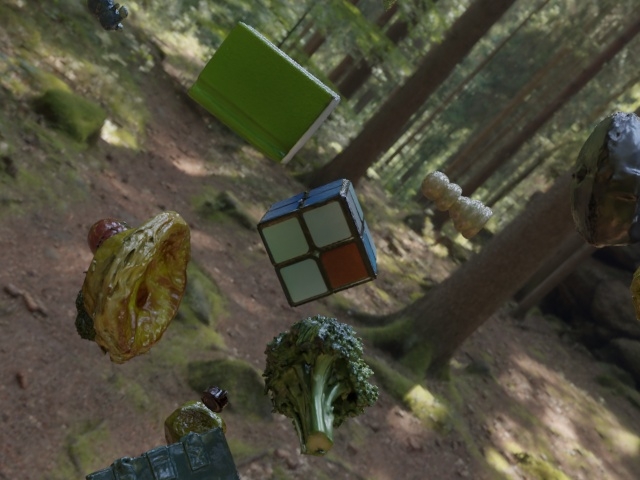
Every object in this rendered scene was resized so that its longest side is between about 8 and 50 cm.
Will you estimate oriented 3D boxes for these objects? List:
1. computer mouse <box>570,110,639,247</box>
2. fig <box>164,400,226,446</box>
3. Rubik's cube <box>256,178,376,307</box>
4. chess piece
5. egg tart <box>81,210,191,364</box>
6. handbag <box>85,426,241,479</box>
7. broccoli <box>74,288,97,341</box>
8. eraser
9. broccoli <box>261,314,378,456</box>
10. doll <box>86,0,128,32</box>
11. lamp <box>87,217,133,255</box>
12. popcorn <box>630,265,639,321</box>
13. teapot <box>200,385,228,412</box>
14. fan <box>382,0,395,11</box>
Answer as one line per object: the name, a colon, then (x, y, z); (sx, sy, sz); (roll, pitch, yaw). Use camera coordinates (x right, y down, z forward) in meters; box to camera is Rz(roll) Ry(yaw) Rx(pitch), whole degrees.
computer mouse: (0.416, -0.080, 1.037); (0.116, 0.183, 0.323); (11, 4, 27)
fig: (-0.333, 0.496, 1.931); (0.154, 0.165, 0.144); (60, 25, -46)
Rubik's cube: (0.000, 0.000, 1.405); (0.167, 0.183, 0.180); (-69, 140, -74)
chess piece: (0.304, -0.088, 1.684); (0.170, 0.094, 0.094); (39, 17, -3)
egg tart: (-0.330, 0.073, 1.285); (0.116, 0.295, 0.295); (16, 13, 12)
handbag: (-0.349, 0.588, 1.681); (0.326, 0.089, 0.239); (-15, 77, -23)
broccoli: (-0.450, 0.142, 1.545); (0.145, 0.162, 0.138); (18, -30, 21)
eraser: (-0.126, -0.322, 1.626); (0.274, 0.210, 0.092); (40, 13, -3)
broccoli: (0.017, 0.338, 1.726); (0.249, 0.375, 0.302); (-9, 46, -30)
doll: (-0.415, -0.449, 1.413); (0.050, 0.076, 0.083); (-39, 94, -36)
lamp: (-0.544, 0.024, 1.954); (0.182, 0.140, 0.182); (40, -1, 1)
popcorn: (0.761, 0.114, 1.552); (0.155, 0.198, 0.198); (-13, 53, -34)
teapot: (-0.259, 0.390, 1.814); (0.068, 0.100, 0.045); (50, 43, -7)
fan: (0.156, -0.590, 1.490); (0.009, 0.240, 0.131); (11, -10, -34)
